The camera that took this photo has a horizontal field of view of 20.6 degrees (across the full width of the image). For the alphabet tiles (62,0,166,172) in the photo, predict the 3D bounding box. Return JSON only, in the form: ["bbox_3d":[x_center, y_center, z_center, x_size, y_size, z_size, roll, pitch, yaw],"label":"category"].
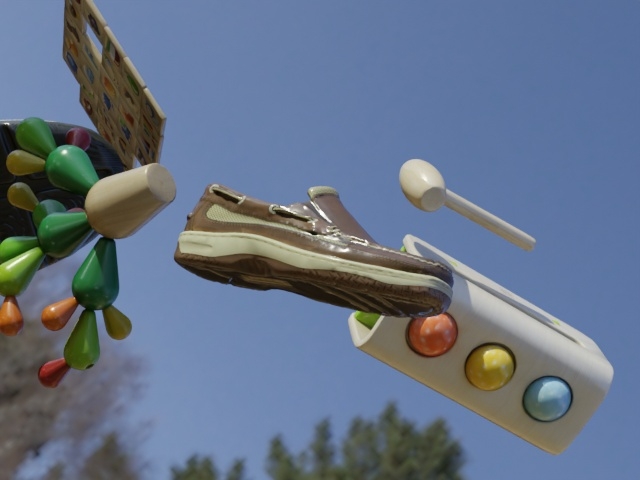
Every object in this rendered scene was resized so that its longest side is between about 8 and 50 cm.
[{"bbox_3d":[-0.224,-0.156,1.880,0.198,0.009,0.237,57,-19,14],"label":"alphabet tiles"}]

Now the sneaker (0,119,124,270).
[{"bbox_3d":[-0.432,-0.043,1.868,0.257,0.447,0.169,-123,-162,-74],"label":"sneaker"}]

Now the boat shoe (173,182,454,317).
[{"bbox_3d":[-0.003,-0.003,1.490,0.257,0.095,0.095,11,-15,23],"label":"boat shoe"}]

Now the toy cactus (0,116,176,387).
[{"bbox_3d":[-0.183,-0.006,1.400,0.180,0.112,0.219,-25,-120,34],"label":"toy cactus"}]

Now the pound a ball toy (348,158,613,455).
[{"bbox_3d":[0.183,0.080,1.950,0.319,0.208,0.136,30,15,-17],"label":"pound a ball toy"}]
